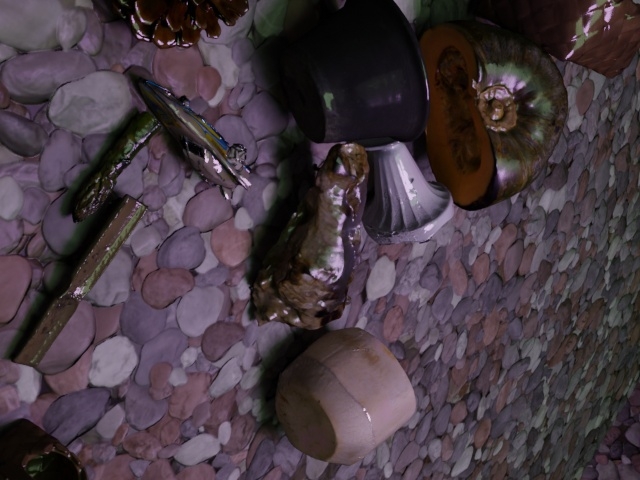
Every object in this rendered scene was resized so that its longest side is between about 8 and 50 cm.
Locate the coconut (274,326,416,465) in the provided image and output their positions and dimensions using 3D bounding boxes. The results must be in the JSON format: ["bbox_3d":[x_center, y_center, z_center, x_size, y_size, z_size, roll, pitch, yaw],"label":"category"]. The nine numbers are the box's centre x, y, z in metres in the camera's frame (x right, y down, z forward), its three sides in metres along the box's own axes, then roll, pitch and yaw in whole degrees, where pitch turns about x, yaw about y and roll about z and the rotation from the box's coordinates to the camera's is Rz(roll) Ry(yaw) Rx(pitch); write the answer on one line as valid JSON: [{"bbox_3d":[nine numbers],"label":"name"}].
[{"bbox_3d":[0.046,0.263,1.320,0.241,0.241,0.241,-24,125,-41],"label":"coconut"}]

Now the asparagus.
[{"bbox_3d":[-0.256,-0.088,0.943,0.165,0.030,0.036,-58,151,-12],"label":"asparagus"}]

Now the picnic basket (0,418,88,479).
[{"bbox_3d":[-0.344,0.311,0.914,0.138,0.179,0.128,-43,135,-27],"label":"picnic basket"}]

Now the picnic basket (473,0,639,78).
[{"bbox_3d":[0.492,-0.489,1.390,0.337,0.293,0.337,-34,146,-27],"label":"picnic basket"}]

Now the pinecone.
[{"bbox_3d":[-0.151,-0.293,0.857,0.163,0.165,0.162,-18,118,-39],"label":"pinecone"}]

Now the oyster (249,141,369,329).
[{"bbox_3d":[0.006,0.000,1.212,0.198,0.133,0.336,-16,124,-53],"label":"oyster"}]

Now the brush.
[{"bbox_3d":[-0.303,0.048,0.955,0.043,0.036,0.247,36,86,-46],"label":"brush"}]

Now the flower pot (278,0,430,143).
[{"bbox_3d":[0.034,-0.226,1.091,0.148,0.235,0.235,-25,127,-17],"label":"flower pot"}]

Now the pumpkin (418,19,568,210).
[{"bbox_3d":[0.302,-0.227,1.350,0.232,0.242,0.324,-14,102,-30],"label":"pumpkin"}]

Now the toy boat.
[{"bbox_3d":[-0.166,-0.138,0.996,0.210,0.084,0.066,47,66,-38],"label":"toy boat"}]

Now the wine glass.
[{"bbox_3d":[0.126,-0.108,1.280,0.165,0.165,0.196,-44,131,-26],"label":"wine glass"}]
